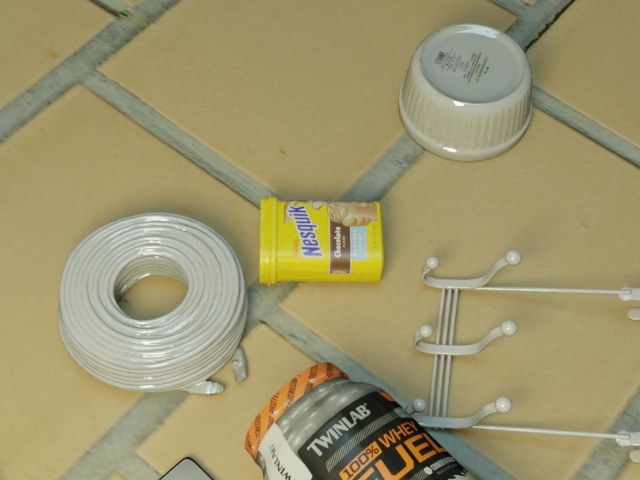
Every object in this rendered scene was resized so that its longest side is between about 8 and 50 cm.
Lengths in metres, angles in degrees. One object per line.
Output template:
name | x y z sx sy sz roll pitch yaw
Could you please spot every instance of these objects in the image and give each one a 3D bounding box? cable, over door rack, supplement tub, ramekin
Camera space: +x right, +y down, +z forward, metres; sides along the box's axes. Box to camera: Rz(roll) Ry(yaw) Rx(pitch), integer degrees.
cable | -0.226 0.081 1.580 0.257 0.089 0.257 -2 57 -3
over door rack | 0.284 0.141 1.545 0.324 0.108 0.239 8 57 3
supplement tub | 0.068 0.302 1.381 0.193 0.193 0.316 -37 65 -23
ramekin | 0.224 -0.232 1.790 0.207 0.109 0.207 1 57 -1

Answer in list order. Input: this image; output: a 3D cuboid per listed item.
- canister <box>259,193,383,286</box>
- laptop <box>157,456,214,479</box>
canister | 0.000 0.000 1.652 0.170 0.073 0.126 1 57 -3
laptop | -0.156 0.444 1.255 0.408 0.236 0.382 40 64 22
